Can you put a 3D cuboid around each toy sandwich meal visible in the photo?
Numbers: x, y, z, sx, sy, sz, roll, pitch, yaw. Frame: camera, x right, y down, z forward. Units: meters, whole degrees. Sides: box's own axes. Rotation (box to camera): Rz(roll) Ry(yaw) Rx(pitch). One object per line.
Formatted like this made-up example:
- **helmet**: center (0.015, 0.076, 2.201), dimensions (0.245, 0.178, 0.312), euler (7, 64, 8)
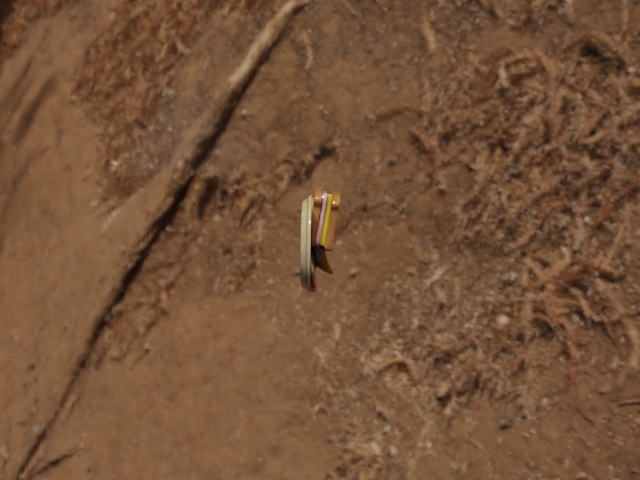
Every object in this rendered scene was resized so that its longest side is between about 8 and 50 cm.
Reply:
- **toy sandwich meal**: center (0.000, 0.000, 0.710), dimensions (0.085, 0.029, 0.086), euler (1, -90, -89)
